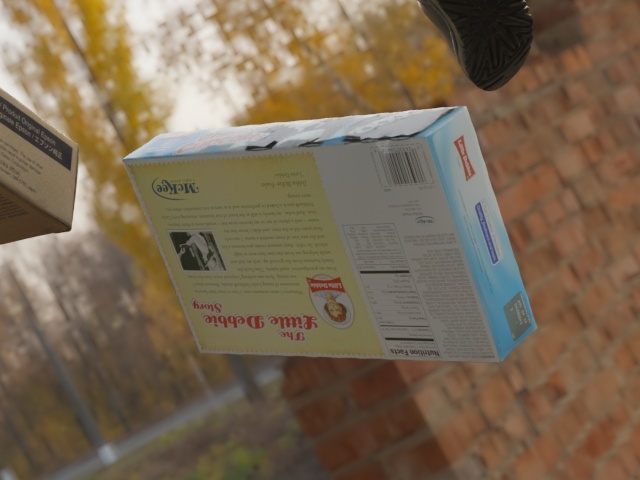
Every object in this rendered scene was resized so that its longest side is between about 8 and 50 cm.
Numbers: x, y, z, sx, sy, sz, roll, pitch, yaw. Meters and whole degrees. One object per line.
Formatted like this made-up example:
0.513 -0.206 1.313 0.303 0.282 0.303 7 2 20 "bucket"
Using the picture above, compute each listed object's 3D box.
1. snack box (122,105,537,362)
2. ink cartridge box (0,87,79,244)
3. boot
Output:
0.000 0.000 1.392 0.322 0.187 0.060 -1 27 42 "snack box"
-0.349 -0.062 1.465 0.235 0.088 0.193 -11 -28 27 "ink cartridge box"
0.064 -0.226 1.406 0.076 0.208 0.189 -44 -39 -9 "boot"
